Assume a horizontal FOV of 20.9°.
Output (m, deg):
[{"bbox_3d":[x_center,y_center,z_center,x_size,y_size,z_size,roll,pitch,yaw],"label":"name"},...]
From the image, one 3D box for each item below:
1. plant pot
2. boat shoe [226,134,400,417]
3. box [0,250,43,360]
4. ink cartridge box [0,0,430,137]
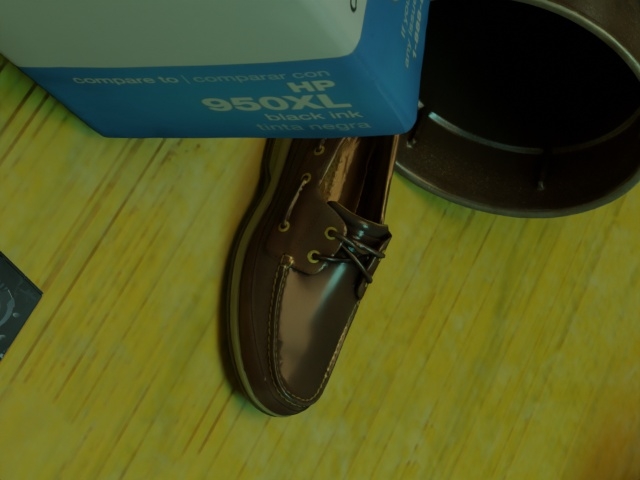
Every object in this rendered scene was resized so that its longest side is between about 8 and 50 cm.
[{"bbox_3d":[0.114,-0.126,0.937,0.167,0.167,0.165,46,46,-30],"label":"plant pot"},{"bbox_3d":[0.000,0.000,0.862,0.064,0.060,0.178,29,64,-39],"label":"boat shoe"},{"bbox_3d":[-0.162,0.033,0.724,0.067,0.018,0.083,49,53,-28],"label":"box"},{"bbox_3d":[-0.074,-0.236,0.643,0.395,0.166,0.285,43,52,-65],"label":"ink cartridge box"}]
